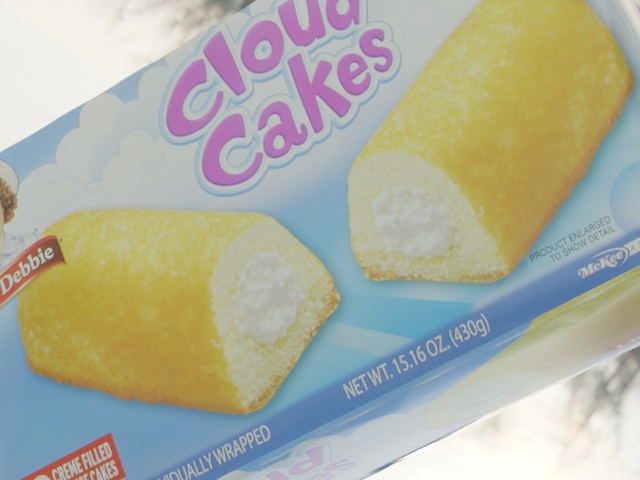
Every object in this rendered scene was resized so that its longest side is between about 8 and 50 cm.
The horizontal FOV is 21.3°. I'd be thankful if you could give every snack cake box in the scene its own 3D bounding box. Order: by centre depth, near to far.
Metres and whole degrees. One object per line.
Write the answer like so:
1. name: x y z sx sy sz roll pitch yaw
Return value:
1. snack cake box: 0.000 0.000 0.594 0.089 0.264 0.152 29 -145 -65
